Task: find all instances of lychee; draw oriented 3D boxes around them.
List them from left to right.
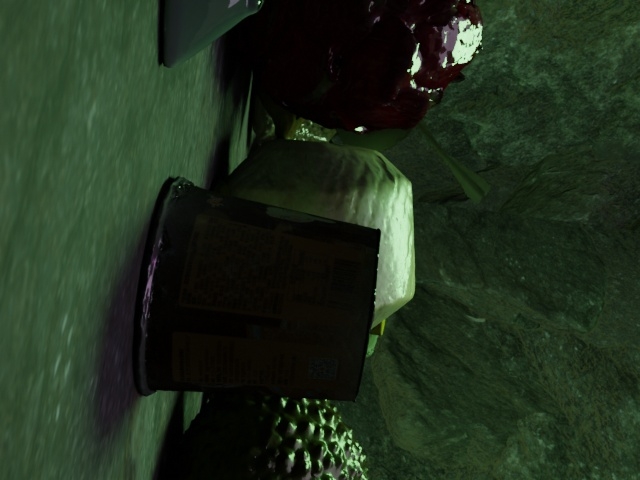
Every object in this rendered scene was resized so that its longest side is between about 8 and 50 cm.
[{"bbox_3d":[-0.066,0.306,1.196,0.320,0.270,0.270,3,96,-55],"label":"lychee"}]

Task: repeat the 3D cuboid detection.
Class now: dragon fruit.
[{"bbox_3d":[0.045,-0.296,1.235,0.329,0.329,0.329,8,90,-90],"label":"dragon fruit"}]

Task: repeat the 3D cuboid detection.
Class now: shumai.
[{"bbox_3d":[-0.055,-0.260,1.651,0.175,0.166,0.206,39,-67,59],"label":"shumai"}]

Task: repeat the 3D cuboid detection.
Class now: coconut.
[{"bbox_3d":[-0.006,0.021,1.322,0.329,0.329,0.329,8,90,-90],"label":"coconut"}]

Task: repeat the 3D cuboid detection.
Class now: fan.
[{"bbox_3d":[0.130,-0.185,1.354,0.233,0.012,0.415,-51,-134,24],"label":"fan"}]

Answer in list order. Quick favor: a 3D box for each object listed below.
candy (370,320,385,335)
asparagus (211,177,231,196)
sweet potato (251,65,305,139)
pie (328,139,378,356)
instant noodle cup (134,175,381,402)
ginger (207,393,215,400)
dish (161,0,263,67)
[{"bbox_3d":[-0.017,0.064,1.585,0.088,0.276,0.146,-73,172,-67],"label":"candy"},{"bbox_3d":[-0.135,-0.007,1.128,0.236,0.027,0.034,-83,170,-50],"label":"asparagus"},{"bbox_3d":[-0.033,-0.332,1.466,0.158,0.158,0.370,-82,-176,-70],"label":"sweet potato"},{"bbox_3d":[0.012,0.003,1.778,0.418,0.180,0.395,51,-38,44],"label":"pie"},{"bbox_3d":[-0.054,0.056,0.901,0.217,0.207,0.217,9,90,-89],"label":"instant noodle cup"},{"bbox_3d":[-0.131,0.355,1.477,0.244,0.155,0.304,85,3,-57],"label":"ginger"},{"bbox_3d":[-0.074,-0.280,0.775,0.182,0.080,0.243,-83,-179,-58],"label":"dish"}]
